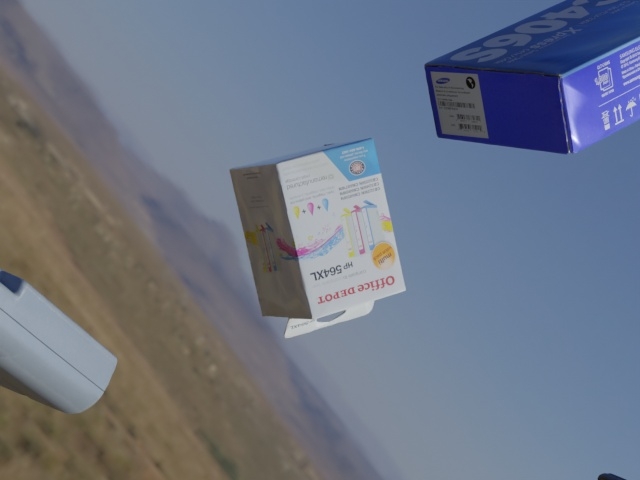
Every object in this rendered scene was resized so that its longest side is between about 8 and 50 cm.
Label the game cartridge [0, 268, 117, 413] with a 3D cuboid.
[{"bbox_3d":[-0.288,0.026,1.064,0.297,0.062,0.198,20,-20,26],"label":"game cartridge"}]

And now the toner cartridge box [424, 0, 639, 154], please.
[{"bbox_3d":[0.276,-0.178,1.465,0.165,0.348,0.075,13,-58,48],"label":"toner cartridge box"}]

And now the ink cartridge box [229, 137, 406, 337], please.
[{"bbox_3d":[0.000,0.000,1.264,0.090,0.092,0.143,-3,-78,63],"label":"ink cartridge box"}]

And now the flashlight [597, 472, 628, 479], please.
[{"bbox_3d":[0.383,0.326,1.549,0.304,0.103,0.103,22,3,42],"label":"flashlight"}]
